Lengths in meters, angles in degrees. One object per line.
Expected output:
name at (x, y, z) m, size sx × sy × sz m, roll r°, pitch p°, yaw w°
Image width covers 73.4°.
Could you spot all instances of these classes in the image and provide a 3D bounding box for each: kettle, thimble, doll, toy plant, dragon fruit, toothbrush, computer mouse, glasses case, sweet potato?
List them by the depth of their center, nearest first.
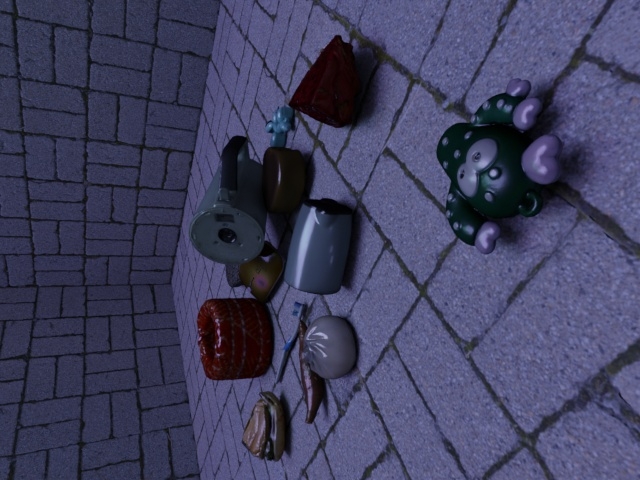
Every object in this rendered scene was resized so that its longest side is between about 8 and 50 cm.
toy plant at (0.277, -0.115, 0.692) m, size 0.232 × 0.113 × 0.243 m, roll 124°, pitch 144°, yaw -53°
dragon fruit at (0.046, -0.410, 1.132) m, size 0.205 × 0.152 × 0.317 m, roll -62°, pitch 19°, yaw 10°
kettle at (0.000, 0.000, 1.186) m, size 0.221 × 0.161 × 0.236 m, roll -73°, pitch -7°, yaw -75°
sweet potato at (-0.032, 0.386, 1.302) m, size 0.072 × 0.066 × 0.314 m, roll -38°, pitch 52°, yaw 47°
toothbrush at (-0.108, 0.365, 1.483) m, size 0.040 × 0.040 × 0.385 m, roll 55°, pitch 139°, yaw 48°
kettle at (-0.309, -0.167, 1.532) m, size 0.376 × 0.250 × 0.360 m, roll -88°, pitch -3°, yaw -51°
doll at (-0.147, -0.419, 1.565) m, size 0.158 × 0.059 × 0.159 m, roll -65°, pitch 34°, yaw 37°
computer mouse at (-0.230, 0.127, 1.630) m, size 0.158 × 0.072 × 0.310 m, roll 46°, pitch 137°, yaw 12°
thimble at (-0.351, 0.393, 1.725) m, size 0.350 × 0.231 × 0.349 m, roll -3°, pitch 87°, yaw 61°
glasses case at (-0.342, 0.115, 1.876) m, size 0.355 × 0.085 × 0.137 m, roll -30°, pitch 65°, yaw 57°

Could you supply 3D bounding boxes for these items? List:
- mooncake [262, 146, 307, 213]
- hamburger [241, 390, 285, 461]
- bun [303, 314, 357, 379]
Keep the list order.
mooncake at (-0.125, -0.201, 1.450) m, size 0.235 × 0.117 × 0.234 m, roll 176°, pitch 90°, yaw -67°
hamburger at (-0.171, 0.651, 1.518) m, size 0.155 × 0.135 × 0.207 m, roll 12°, pitch 85°, yaw 46°
bun at (0.013, 0.291, 1.165) m, size 0.173 × 0.120 × 0.172 m, roll 2°, pitch 92°, yaw 61°
